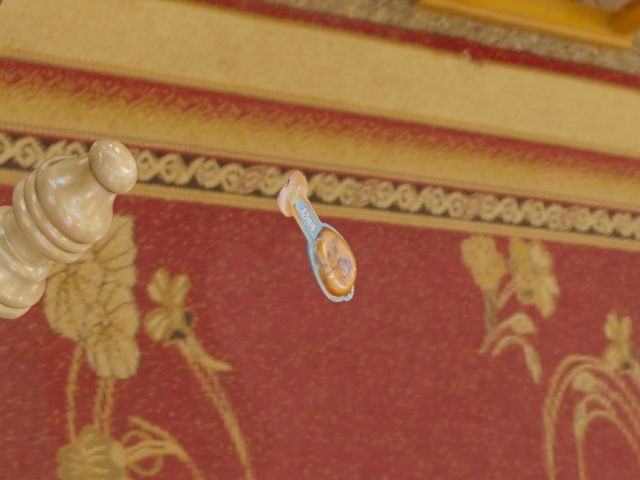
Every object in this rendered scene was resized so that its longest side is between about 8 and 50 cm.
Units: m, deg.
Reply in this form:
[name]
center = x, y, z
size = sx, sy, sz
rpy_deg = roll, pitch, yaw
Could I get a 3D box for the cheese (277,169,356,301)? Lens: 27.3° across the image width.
[cheese]
center = -0.001, 0.000, 0.933
size = 0.111, 0.017, 0.047
rpy_deg = 59, 40, -32

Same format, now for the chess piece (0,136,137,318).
[chess piece]
center = -0.338, -0.026, 1.675
size = 0.124, 0.307, 0.138
rpy_deg = 15, 53, -45

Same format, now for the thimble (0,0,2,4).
[thimble]
center = -0.393, -0.223, 1.310
size = 0.098, 0.150, 0.150
rpy_deg = 37, 63, -6
